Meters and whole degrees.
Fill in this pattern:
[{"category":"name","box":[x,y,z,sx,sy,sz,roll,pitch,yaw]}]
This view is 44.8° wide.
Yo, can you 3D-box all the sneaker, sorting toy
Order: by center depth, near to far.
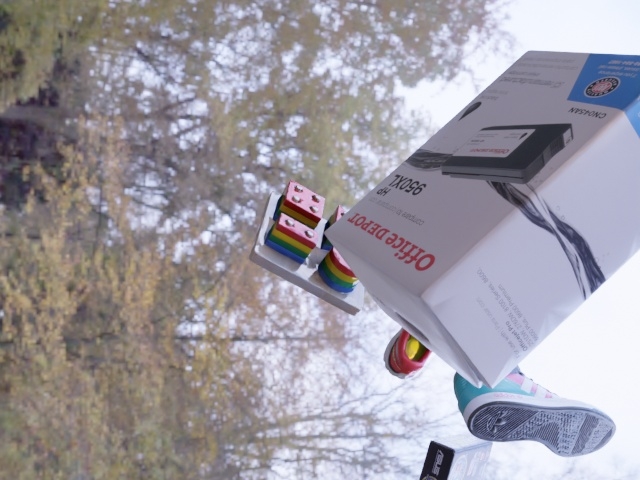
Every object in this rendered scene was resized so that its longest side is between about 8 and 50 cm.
[{"category":"sneaker","box":[0.341,0.262,1.308,0.124,0.295,0.178,-63,-154,24]},{"category":"sneaker","box":[0.232,0.168,1.645,0.279,0.107,0.118,-65,-173,-21]},{"category":"sorting toy","box":[0.000,0.000,1.650,0.089,0.255,0.257,-54,-166,30]}]

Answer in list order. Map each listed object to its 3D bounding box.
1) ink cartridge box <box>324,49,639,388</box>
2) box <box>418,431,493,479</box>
[{"category":"ink cartridge box","box":[0.237,-0.048,0.964,0.395,0.166,0.285,-42,-155,-6]},{"category":"box","box":[0.261,0.543,1.615,0.060,0.216,0.270,17,-88,33]}]
